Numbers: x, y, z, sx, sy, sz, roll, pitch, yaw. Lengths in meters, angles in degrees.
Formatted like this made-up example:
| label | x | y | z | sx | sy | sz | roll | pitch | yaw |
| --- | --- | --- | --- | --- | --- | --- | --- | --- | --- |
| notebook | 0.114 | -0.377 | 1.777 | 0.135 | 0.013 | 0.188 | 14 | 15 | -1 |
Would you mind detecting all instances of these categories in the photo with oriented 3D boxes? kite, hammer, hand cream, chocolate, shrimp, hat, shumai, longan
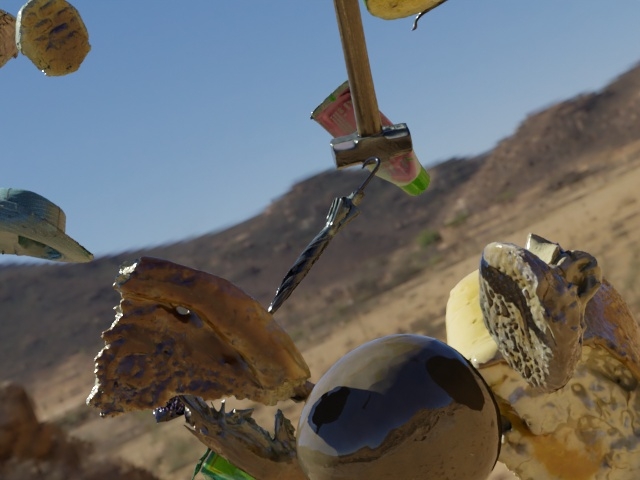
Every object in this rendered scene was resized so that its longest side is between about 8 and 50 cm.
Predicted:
| label | x | y | z | sx | sy | sz | roll | pitch | yaw |
| --- | --- | --- | --- | --- | --- | --- | --- | --- | --- |
| kite | -0.433 | -0.177 | 1.664 | 0.335 | 0.011 | 0.314 | -60 | -4 | -45 |
| hammer | 0.039 | -0.271 | 1.800 | 0.111 | 0.365 | 0.043 | -14 | 25 | -3 |
| hand cream | 0.088 | -0.159 | 2.195 | 0.050 | 0.275 | 0.079 | 18 | 74 | 45 |
| chocolate | -0.239 | 0.189 | 1.951 | 0.072 | 0.147 | 0.070 | -26 | 5 | 42 |
| shrimp | -0.077 | 0.249 | 1.882 | 0.173 | 0.253 | 0.058 | -49 | 8 | 12 |
| hat | -0.360 | -0.024 | 1.627 | 0.191 | 0.077 | 0.138 | 7 | -15 | 8 |
| shumai | 0.282 | 0.072 | 1.671 | 0.153 | 0.209 | 0.161 | -34 | 23 | -30 |
| longan | 0.100 | 0.243 | 1.718 | 0.258 | 0.258 | 0.258 | -24 | -2 | -1 |

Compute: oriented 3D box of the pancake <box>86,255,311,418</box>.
| label | x | y | z | sx | sy | sz | roll | pitch | yaw |
| --- | --- | --- | --- | --- | --- | --- | --- | --- | --- |
| pancake | -0.174 | 0.146 | 1.647 | 0.244 | 0.266 | 0.057 | -42 | 6 | 4 |

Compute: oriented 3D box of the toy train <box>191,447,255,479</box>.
| label | x | y | z | sx | sy | sz | roll | pitch | yaw |
| --- | --- | --- | --- | --- | --- | --- | --- | --- | --- |
| toy train | -0.112 | 0.424 | 2.084 | 0.188 | 0.159 | 0.271 | -59 | -25 | -26 |

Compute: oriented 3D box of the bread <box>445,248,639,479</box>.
| label | x | y | z | sx | sy | sz | roll | pitch | yaw |
| --- | --- | --- | --- | --- | --- | --- | --- | --- | --- |
| bread | 0.378 | 0.180 | 2.116 | 0.250 | 0.361 | 0.394 | -37 | 22 | 24 |

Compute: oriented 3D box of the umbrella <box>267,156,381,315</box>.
| label | x | y | z | sx | sy | sz | roll | pitch | yaw |
| --- | --- | --- | --- | --- | --- | --- | --- | --- | --- |
| umbrella | 0.004 | 0.001 | 1.694 | 0.044 | 0.044 | 0.269 | 18 | 69 | 45 |

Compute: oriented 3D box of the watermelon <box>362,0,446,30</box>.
| label | x | y | z | sx | sy | sz | roll | pitch | yaw |
| --- | --- | --- | --- | --- | --- | --- | --- | --- | --- |
| watermelon | 0.138 | -0.424 | 1.993 | 0.204 | 0.127 | 0.232 | -41 | -20 | 23 |

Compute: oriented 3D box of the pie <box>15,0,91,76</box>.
| label | x | y | z | sx | sy | sz | roll | pitch | yaw |
| --- | --- | --- | --- | --- | --- | --- | --- | --- | --- |
| pie | -0.262 | -0.202 | 1.327 | 0.084 | 0.084 | 0.020 | -22 | 15 | -41 |
